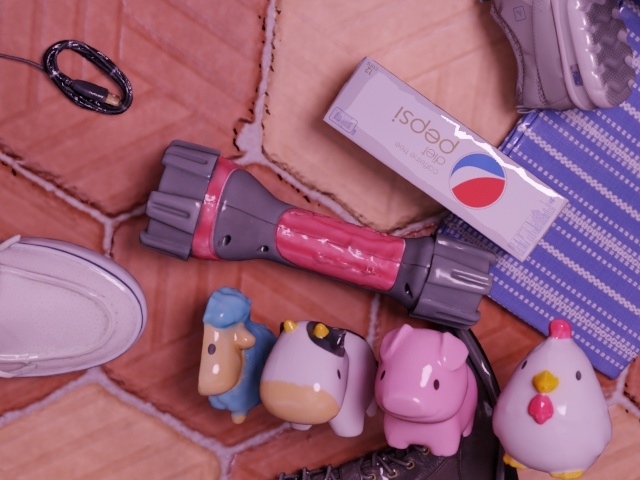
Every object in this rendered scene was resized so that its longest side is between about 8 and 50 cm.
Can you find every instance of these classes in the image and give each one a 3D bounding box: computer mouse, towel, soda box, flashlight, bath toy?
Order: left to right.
[{"bbox_3d":[-0.279,-0.157,1.115,0.242,0.041,0.071,14,100,-10],"label":"computer mouse"},{"bbox_3d":[0.000,0.000,1.135,0.304,0.103,0.103,17,129,-1],"label":"flashlight"},{"bbox_3d":[0.073,0.115,1.103,0.348,0.151,0.129,6,106,18],"label":"bath toy"},{"bbox_3d":[0.109,-0.073,1.140,0.216,0.074,0.069,36,98,0],"label":"soda box"},{"bbox_3d":[0.286,-0.063,1.211,0.243,0.040,0.336,34,99,-14],"label":"towel"}]

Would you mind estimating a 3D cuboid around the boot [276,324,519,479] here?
[{"bbox_3d":[0.067,0.212,1.221,0.228,0.091,0.263,-13,97,5],"label":"boot"}]

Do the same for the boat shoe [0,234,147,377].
[{"bbox_3d":[-0.328,0.060,1.096,0.367,0.156,0.136,10,103,-12],"label":"boat shoe"}]

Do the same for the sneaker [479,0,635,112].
[{"bbox_3d":[0.177,-0.241,1.116,0.115,0.105,0.281,-13,88,39],"label":"sneaker"}]
